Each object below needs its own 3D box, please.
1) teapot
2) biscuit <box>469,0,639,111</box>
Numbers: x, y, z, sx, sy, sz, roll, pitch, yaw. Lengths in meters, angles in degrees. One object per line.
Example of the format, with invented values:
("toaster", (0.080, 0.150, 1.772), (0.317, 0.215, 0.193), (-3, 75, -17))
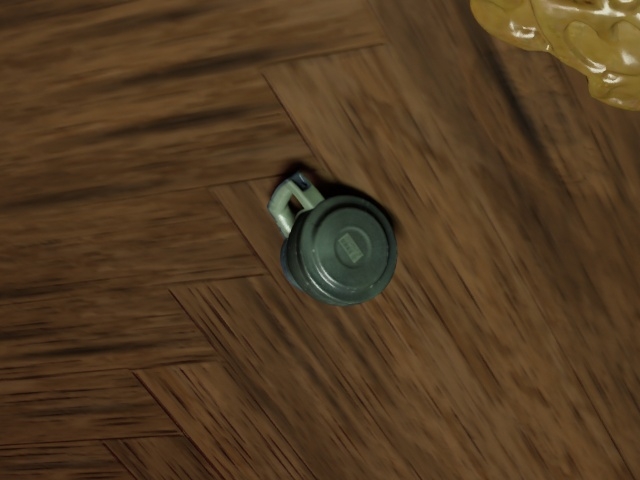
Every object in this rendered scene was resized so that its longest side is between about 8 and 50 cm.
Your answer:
("teapot", (0.000, 0.000, 0.945), (0.088, 0.066, 0.057), (55, 152, -8))
("biscuit", (0.208, -0.118, 0.725), (0.288, 0.044, 0.202), (11, 142, 7))
